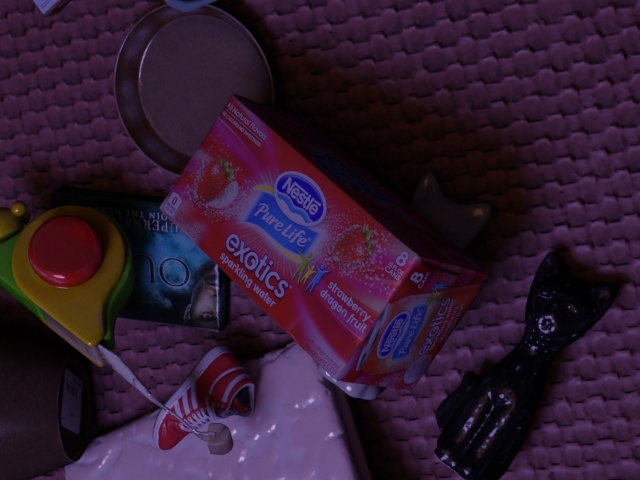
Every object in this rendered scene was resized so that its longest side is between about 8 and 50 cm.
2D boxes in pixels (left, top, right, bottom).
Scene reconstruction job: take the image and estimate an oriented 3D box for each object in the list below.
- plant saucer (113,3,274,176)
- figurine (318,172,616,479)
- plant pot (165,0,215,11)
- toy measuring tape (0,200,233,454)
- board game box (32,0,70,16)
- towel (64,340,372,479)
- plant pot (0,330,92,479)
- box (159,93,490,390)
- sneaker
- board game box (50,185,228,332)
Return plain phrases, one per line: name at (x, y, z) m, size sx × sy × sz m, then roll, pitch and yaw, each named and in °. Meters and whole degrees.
plant saucer at (-0.114, -0.141, 1.417) m, size 0.168 × 0.029 × 0.168 m, roll 6°, pitch 106°, yaw 22°
figurine at (0.125, 0.072, 1.348) m, size 0.215 × 0.092 × 0.209 m, roll 35°, pitch 107°, yaw 12°
plant pot at (-0.084, -0.376, 1.210) m, size 0.247 × 0.247 × 0.252 m, roll -22°, pitch 72°, yaw 13°
toy measuring tape at (-0.184, 0.061, 1.420) m, size 0.330 × 0.121 × 0.121 m, roll 36°, pitch 115°, yaw 15°
board game box at (-0.204, -0.349, 1.400) m, size 0.281 × 0.027 × 0.145 m, roll -37°, pitch 89°, yaw 27°
towel at (-0.084, 0.293, 1.451) m, size 0.331 × 0.053 × 0.317 m, roll -28°, pitch 68°, yaw 25°
plant pot at (-0.356, 0.170, 1.527) m, size 0.230 × 0.215 × 0.215 m, roll -3°, pitch 103°, yaw 10°
box at (0.000, 0.000, 1.297) m, size 0.257 × 0.122 × 0.128 m, roll 43°, pitch 106°, yaw 33°
sneaker at (-0.108, 0.164, 1.432) m, size 0.067 × 0.042 × 0.118 m, roll 41°, pitch 102°, yaw 34°
board game box at (-0.178, 0.018, 1.490) m, size 0.186 × 0.026 × 0.126 m, roll 6°, pitch 106°, yaw 22°
